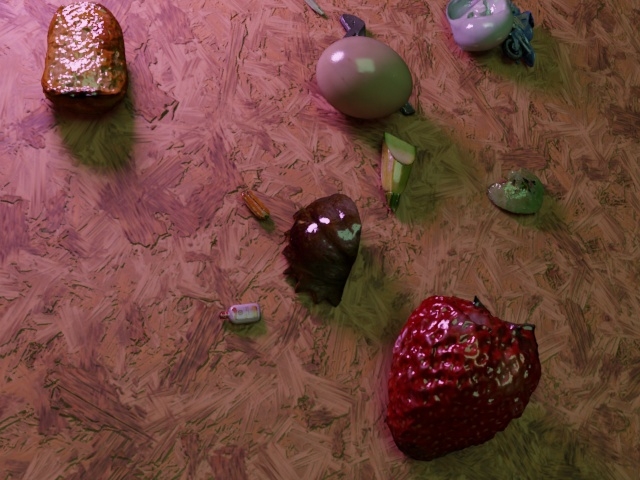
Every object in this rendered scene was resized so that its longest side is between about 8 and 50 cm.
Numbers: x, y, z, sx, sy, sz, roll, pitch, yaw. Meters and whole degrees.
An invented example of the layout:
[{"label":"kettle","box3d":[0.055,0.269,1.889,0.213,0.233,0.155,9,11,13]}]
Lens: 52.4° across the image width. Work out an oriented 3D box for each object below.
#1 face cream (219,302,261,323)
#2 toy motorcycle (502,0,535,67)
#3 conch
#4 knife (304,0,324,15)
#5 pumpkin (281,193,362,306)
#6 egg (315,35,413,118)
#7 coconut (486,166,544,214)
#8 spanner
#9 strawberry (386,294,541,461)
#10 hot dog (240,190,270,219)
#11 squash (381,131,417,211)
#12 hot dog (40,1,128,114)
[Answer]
[{"label":"face cream","box3d":[-0.164,0.151,1.331,0.083,0.021,0.040,-4,69,-19]},{"label":"toy motorcycle","box3d":[0.559,-0.590,1.843,0.114,0.076,0.205,12,66,-20]},{"label":"conch","box3d":[0.432,-0.606,1.777,0.184,0.121,0.221,16,59,3]},{"label":"knife","box3d":[-0.059,-0.663,1.704,0.207,0.014,0.030,46,65,5]},{"label":"pumpkin","box3d":[0.000,0.000,1.380,0.130,0.149,0.254,6,68,-24]},{"label":"egg","box3d":[0.106,-0.383,1.545,0.241,0.186,0.186,16,64,-17]},{"label":"coconut","box3d":[0.511,-0.124,1.642,0.158,0.055,0.133,-39,82,-26]},{"label":"spanner","box3d":[0.144,-0.454,1.679,0.093,0.026,0.326,-30,82,-27]},{"label":"strawberry","box3d":[0.278,0.270,1.285,0.291,0.292,0.310,26,56,-6]},{"label":"hot dog","box3d":[-0.144,-0.076,1.433,0.083,0.021,0.037,50,42,10]},{"label":"squash","box3d":[0.182,-0.166,1.542,0.090,0.075,0.200,24,62,-37]},{"label":"hot dog","box3d":[-0.503,-0.384,1.396,0.175,0.114,0.259,1,66,-12]}]
